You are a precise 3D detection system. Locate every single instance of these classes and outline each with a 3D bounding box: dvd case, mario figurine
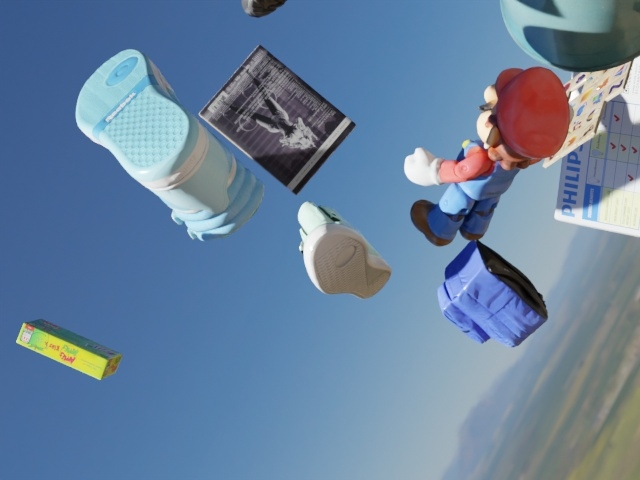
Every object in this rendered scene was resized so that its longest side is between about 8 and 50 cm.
[{"bbox_3d":[-0.074,-0.209,1.936,0.164,0.221,0.018,-50,-3,-8],"label":"dvd case"},{"bbox_3d":[0.246,-0.141,1.636,0.198,0.170,0.320,-51,-6,-45],"label":"mario figurine"}]

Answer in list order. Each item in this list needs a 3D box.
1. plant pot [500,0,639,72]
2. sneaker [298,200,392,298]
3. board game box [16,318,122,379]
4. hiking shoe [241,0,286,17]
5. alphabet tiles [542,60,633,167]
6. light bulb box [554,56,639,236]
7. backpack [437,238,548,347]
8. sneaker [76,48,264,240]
[{"bbox_3d":[0.364,-0.412,1.559,0.272,0.271,0.255,-61,-25,-5],"label":"plant pot"},{"bbox_3d":[0.000,0.000,1.592,0.094,0.151,0.256,-48,-23,3],"label":"sneaker"},{"bbox_3d":[-0.485,0.209,2.165,0.092,0.181,0.043,-7,-60,-83],"label":"board game box"},{"bbox_3d":[-0.087,-0.472,1.796,0.086,0.114,0.227,14,-82,-51],"label":"hiking shoe"},{"bbox_3d":[0.432,-0.223,1.823,0.198,0.009,0.237,-37,21,50],"label":"alphabet tiles"},{"bbox_3d":[0.676,-0.195,2.156,0.225,0.361,0.358,-24,-58,-55],"label":"light bulb box"},{"bbox_3d":[0.210,0.073,1.363,0.101,0.120,0.098,-48,18,22],"label":"backpack"},{"bbox_3d":[-0.184,-0.106,1.407,0.127,0.319,0.208,-41,-51,3],"label":"sneaker"}]
